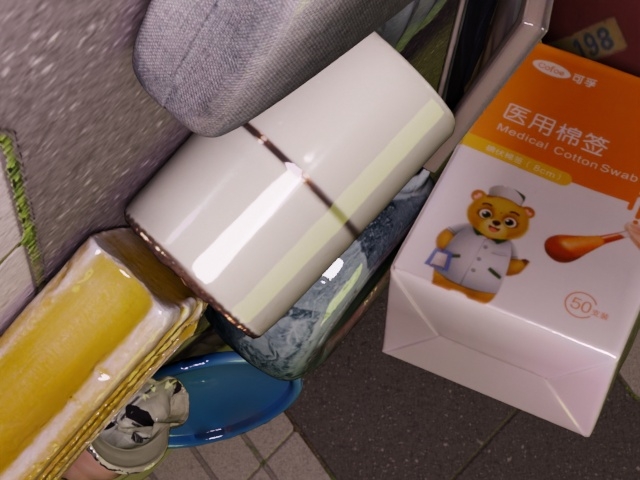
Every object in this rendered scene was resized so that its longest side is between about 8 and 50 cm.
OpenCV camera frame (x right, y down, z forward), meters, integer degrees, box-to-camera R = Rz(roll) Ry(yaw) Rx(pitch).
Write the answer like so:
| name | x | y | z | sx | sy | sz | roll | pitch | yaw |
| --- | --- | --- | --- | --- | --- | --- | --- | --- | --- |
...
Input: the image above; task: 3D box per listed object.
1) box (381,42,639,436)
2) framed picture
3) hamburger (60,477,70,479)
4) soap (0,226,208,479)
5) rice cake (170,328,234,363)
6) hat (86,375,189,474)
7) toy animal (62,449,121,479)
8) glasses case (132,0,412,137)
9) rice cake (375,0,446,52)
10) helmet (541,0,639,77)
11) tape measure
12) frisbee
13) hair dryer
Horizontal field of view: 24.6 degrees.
| name | x | y | z | sx | sy | sz | roll | pitch | yaw |
| --- | --- | --- | --- | --- | --- | --- | --- | --- | --- |
| box | 0.227 | -0.016 | 1.412 | 0.143 | 0.225 | 0.341 | 93 | 23 | -54 |
| framed picture | 0.133 | -0.197 | 1.034 | 0.192 | 0.018 | 0.265 | 123 | -15 | -57 |
| hamburger | -0.282 | 0.322 | 1.478 | 0.131 | 0.185 | 0.159 | -55 | -174 | 42 |
| soap | -0.197 | 0.117 | 1.014 | 0.274 | 0.089 | 0.173 | -48 | 175 | 7 |
| rice cake | -0.172 | 0.174 | 1.918 | 0.256 | 0.052 | 0.057 | -42 | 170 | -46 |
| hat | -0.190 | 0.185 | 1.430 | 0.081 | 0.122 | 0.166 | -61 | -164 | 15 |
| toy animal | -0.259 | 0.251 | 1.620 | 0.150 | 0.089 | 0.083 | -39 | -179 | 17 |
| glasses case | 0.035 | -0.171 | 0.753 | 0.323 | 0.074 | 0.131 | -43 | 175 | -41 |
| rice cake | 0.067 | -0.188 | 1.077 | 0.127 | 0.043 | 0.237 | -47 | 176 | -15 |
| helmet | 0.371 | -0.297 | 1.573 | 0.337 | 0.230 | 0.385 | -41 | -167 | -18 |
| tape measure | 0.000 | 0.000 | 1.435 | 0.275 | 0.147 | 0.256 | -50 | 170 | -13 |
| frisbee | -0.141 | 0.184 | 1.769 | 0.242 | 0.045 | 0.242 | -13 | 151 | -8 |
| hair dryer | -0.028 | -0.047 | 1.084 | 0.203 | 0.128 | 0.362 | -48 | -177 | -2 |
